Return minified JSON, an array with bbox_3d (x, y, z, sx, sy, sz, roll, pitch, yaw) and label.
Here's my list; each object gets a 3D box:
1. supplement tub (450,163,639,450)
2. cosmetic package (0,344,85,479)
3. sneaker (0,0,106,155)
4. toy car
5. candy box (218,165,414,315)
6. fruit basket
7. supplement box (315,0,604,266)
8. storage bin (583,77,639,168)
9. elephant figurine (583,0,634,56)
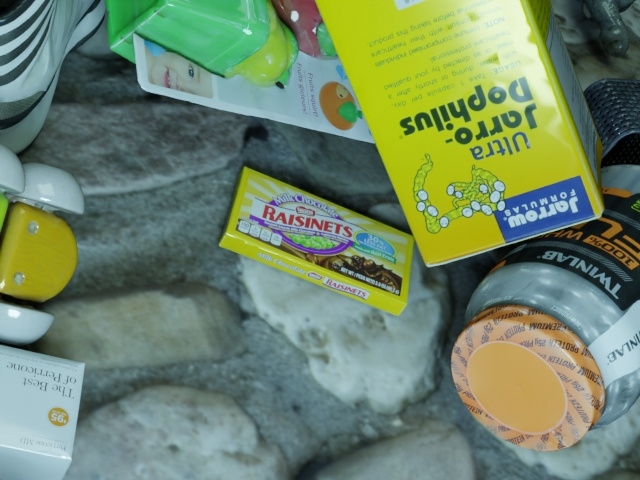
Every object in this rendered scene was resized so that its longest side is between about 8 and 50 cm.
[{"bbox_3d":[0.276,0.067,1.251,0.193,0.193,0.316,41,46,8],"label":"supplement tub"},{"bbox_3d":[-0.318,0.126,0.974,0.239,0.060,0.099,14,49,-18],"label":"cosmetic package"},{"bbox_3d":[-0.277,-0.313,1.220,0.169,0.257,0.447,17,47,-15],"label":"sneaker"},{"bbox_3d":[-0.301,-0.002,1.034,0.136,0.159,0.182,12,-6,32],"label":"toy car"},{"bbox_3d":[0.000,0.000,1.274,0.206,0.027,0.105,22,43,-11],"label":"candy box"},{"bbox_3d":[-0.055,-0.278,1.287,0.353,0.165,0.327,6,68,-35],"label":"fruit basket"},{"bbox_3d":[0.145,-0.187,1.244,0.356,0.195,0.194,66,21,-17],"label":"supplement box"},{"bbox_3d":[0.341,-0.102,1.434,0.122,0.180,0.084,-1,55,-29],"label":"storage bin"},{"bbox_3d":[0.412,-0.404,1.766,0.239,0.186,0.169,49,3,1],"label":"elephant figurine"}]
